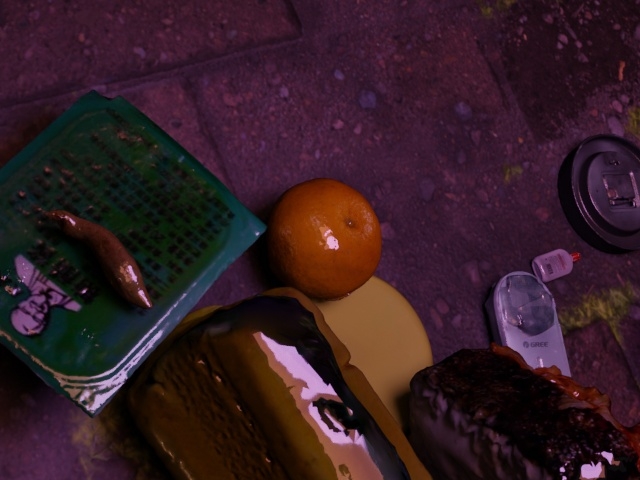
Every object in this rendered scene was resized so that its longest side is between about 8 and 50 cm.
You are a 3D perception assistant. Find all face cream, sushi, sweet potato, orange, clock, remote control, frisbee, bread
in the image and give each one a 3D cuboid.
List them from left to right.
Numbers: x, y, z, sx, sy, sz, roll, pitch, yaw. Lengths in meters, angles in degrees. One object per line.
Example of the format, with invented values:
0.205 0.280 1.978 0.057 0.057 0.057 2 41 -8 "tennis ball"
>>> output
-0.230 0.014 1.492 0.153 0.038 0.041 44 33 5 "sweet potato"
-0.034 0.231 1.554 0.376 0.251 0.208 54 27 -3 "bread"
0.000 0.000 1.723 0.155 0.134 0.154 19 59 -36 "orange"
0.048 0.145 1.765 0.236 0.017 0.235 11 67 -27 "frisbee"
0.242 0.253 1.682 0.182 0.343 0.196 -12 117 -31 "sushi"
0.285 0.163 1.879 0.104 0.052 0.247 2 71 -32 "remote control"
0.339 0.033 1.978 0.083 0.021 0.040 -17 82 -34 "face cream"
0.434 -0.068 2.062 0.185 0.040 0.184 11 68 -28 "clock"

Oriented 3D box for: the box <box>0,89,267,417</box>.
-0.261 0.017 1.562 0.264 0.106 0.336 41 57 1 "box"
